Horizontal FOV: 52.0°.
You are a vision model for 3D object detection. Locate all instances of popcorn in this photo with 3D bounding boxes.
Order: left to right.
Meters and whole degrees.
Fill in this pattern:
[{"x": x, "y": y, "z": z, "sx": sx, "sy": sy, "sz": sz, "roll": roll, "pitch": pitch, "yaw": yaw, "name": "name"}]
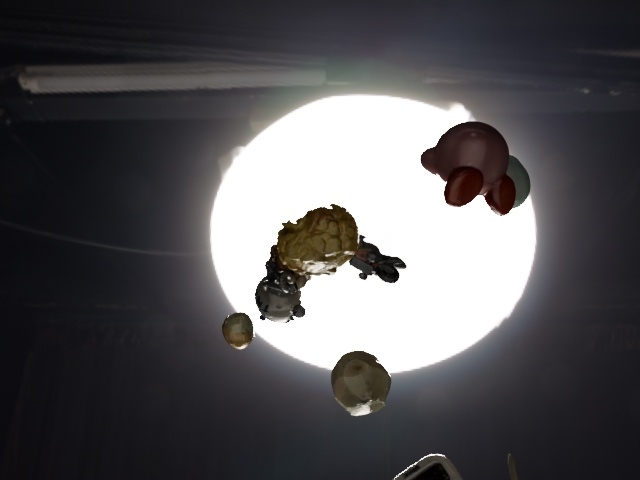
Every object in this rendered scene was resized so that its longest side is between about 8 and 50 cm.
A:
[{"x": 0.000, "y": 0.000, "z": 1.899, "sx": 0.250, "sy": 0.190, "sz": 0.250, "roll": -4, "pitch": -26, "yaw": -2, "name": "popcorn"}]

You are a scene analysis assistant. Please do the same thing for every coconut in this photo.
[{"x": 0.107, "y": 0.381, "z": 1.737, "sx": 0.161, "sy": 0.162, "sz": 0.161, "roll": -2, "pitch": -68, "yaw": -5, "name": "coconut"}]

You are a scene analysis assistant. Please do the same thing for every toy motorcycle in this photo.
[{"x": 0.182, "y": 0.061, "z": 2.538, "sx": 0.307, "sy": 0.173, "sz": 0.108, "roll": 29, "pitch": -55, "yaw": 8, "name": "toy motorcycle"}]

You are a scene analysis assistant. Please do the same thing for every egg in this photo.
[{"x": -0.180, "y": 0.201, "z": 1.451, "sx": 0.071, "sy": 0.071, "sz": 0.083, "roll": -7, "pitch": -66, "yaw": 18, "name": "egg"}]

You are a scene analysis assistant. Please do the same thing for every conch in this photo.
[{"x": 0.625, "y": -0.198, "z": 2.165, "sx": 0.121, "sy": 0.221, "sz": 0.185, "roll": -30, "pitch": -58, "yaw": 20, "name": "conch"}]

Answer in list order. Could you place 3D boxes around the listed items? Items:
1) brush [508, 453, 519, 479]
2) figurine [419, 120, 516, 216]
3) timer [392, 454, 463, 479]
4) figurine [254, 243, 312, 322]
[{"x": 0.586, "y": 0.777, "z": 1.923, "sx": 0.042, "sy": 0.299, "sz": 0.039, "roll": 13, "pitch": -35, "yaw": -27, "name": "brush"}, {"x": 0.449, "y": -0.232, "z": 1.908, "sx": 0.269, "sy": 0.261, "sz": 0.211, "roll": 9, "pitch": -56, "yaw": -33, "name": "figurine"}, {"x": 0.358, "y": 0.851, "z": 2.171, "sx": 0.262, "sy": 0.237, "sz": 0.087, "roll": -34, "pitch": -57, "yaw": 0, "name": "timer"}, {"x": -0.134, "y": 0.155, "z": 2.334, "sx": 0.186, "sy": 0.261, "sz": 0.382, "roll": -5, "pitch": -38, "yaw": -16, "name": "figurine"}]
